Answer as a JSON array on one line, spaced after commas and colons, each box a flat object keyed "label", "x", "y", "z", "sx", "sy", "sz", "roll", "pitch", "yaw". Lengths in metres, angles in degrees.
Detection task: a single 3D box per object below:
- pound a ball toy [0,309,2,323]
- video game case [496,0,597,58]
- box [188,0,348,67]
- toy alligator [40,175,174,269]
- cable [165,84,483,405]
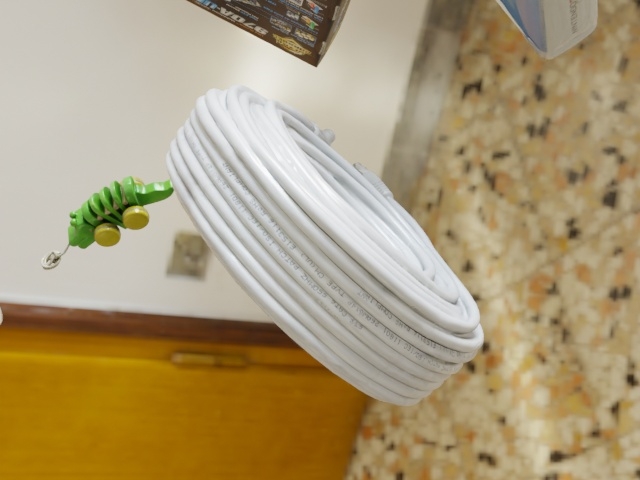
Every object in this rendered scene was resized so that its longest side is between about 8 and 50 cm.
[{"label": "pound a ball toy", "x": -0.390, "y": 0.088, "z": 0.949, "sx": 0.319, "sy": 0.208, "sz": 0.136, "roll": -35, "pitch": 64, "yaw": 5}, {"label": "video game case", "x": 0.003, "y": -0.167, "z": 0.382, "sx": 0.023, "sy": 0.193, "sz": 0.212, "roll": -33, "pitch": 70, "yaw": -1}, {"label": "box", "x": -0.076, "y": -0.255, "z": 1.334, "sx": 0.051, "sy": 0.220, "sz": 0.175, "roll": -63, "pitch": 0, "yaw": -18}, {"label": "toy alligator", "x": -0.245, "y": -0.025, "z": 1.615, "sx": 0.190, "sy": 0.051, "sz": 0.056, "roll": -29, "pitch": 46, "yaw": 19}, {"label": "cable", "x": 0.000, "y": 0.000, "z": 1.016, "sx": 0.089, "sy": 0.257, "sz": 0.257, "roll": -45, "pitch": 55, "yaw": 10}]
